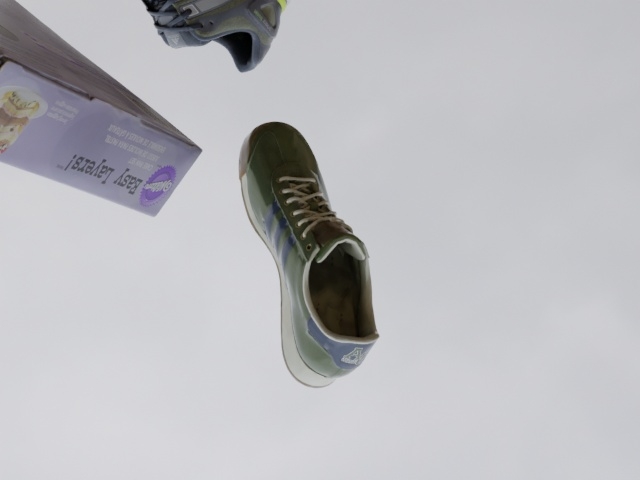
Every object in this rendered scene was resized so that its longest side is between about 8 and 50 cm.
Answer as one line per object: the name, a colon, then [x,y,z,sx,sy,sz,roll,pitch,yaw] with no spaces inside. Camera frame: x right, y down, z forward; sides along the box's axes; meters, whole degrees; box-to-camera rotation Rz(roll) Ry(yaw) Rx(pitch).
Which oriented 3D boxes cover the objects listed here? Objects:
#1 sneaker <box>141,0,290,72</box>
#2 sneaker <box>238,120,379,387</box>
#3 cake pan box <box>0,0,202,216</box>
sneaker: [-0.148,-0.266,1.681,0.300,0.121,0.111,18,166,-36]
sneaker: [0.000,0.000,1.123,0.064,0.192,0.086,-6,168,-29]
cake pan box: [-0.227,-0.126,1.056,0.246,0.070,0.267,40,-173,22]
